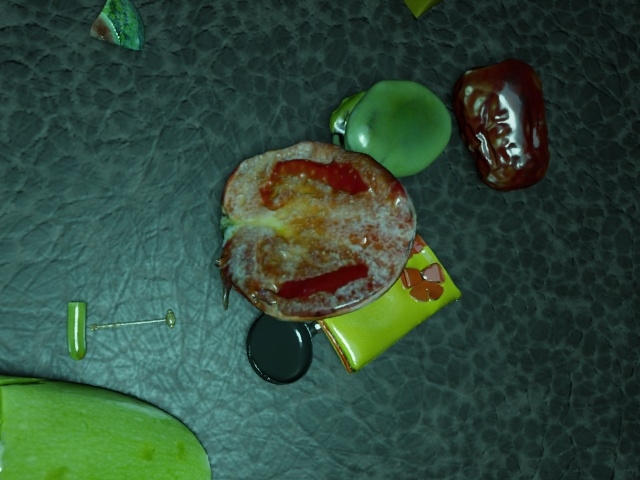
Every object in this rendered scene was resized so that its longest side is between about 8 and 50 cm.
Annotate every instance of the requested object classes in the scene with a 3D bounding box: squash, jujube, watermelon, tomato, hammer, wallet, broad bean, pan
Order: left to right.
[{"bbox_3d":[-0.352,0.131,0.839,0.027,0.027,0.083,0,82,-16],"label":"squash"},{"bbox_3d":[-0.317,0.323,0.804,0.309,0.210,0.234,21,73,-41],"label":"squash"},{"bbox_3d":[-0.315,-0.336,0.911,0.092,0.072,0.085,53,54,-43],"label":"watermelon"},{"bbox_3d":[-0.280,0.124,0.868,0.122,0.014,0.029,-4,74,-15],"label":"hammer"},{"bbox_3d":[-0.026,0.147,0.924,0.212,0.040,0.115,-25,90,-33],"label":"pan"},{"bbox_3d":[-0.003,0.003,0.864,0.308,0.170,0.309,-4,62,8],"label":"tomato"},{"bbox_3d":[0.108,0.093,0.940,0.241,0.067,0.141,-31,87,-26],"label":"wallet"},{"bbox_3d":[0.120,-0.192,0.991,0.227,0.100,0.169,3,89,-28],"label":"broad bean"},{"bbox_3d":[0.319,-0.200,1.016,0.155,0.155,0.230,-12,90,-17],"label":"jujube"}]

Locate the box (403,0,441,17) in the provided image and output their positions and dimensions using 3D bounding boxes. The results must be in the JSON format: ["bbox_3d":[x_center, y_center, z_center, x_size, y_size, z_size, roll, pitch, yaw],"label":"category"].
[{"bbox_3d":[0.124,-0.623,0.963,0.115,0.264,0.415,-38,93,-16],"label":"box"}]
